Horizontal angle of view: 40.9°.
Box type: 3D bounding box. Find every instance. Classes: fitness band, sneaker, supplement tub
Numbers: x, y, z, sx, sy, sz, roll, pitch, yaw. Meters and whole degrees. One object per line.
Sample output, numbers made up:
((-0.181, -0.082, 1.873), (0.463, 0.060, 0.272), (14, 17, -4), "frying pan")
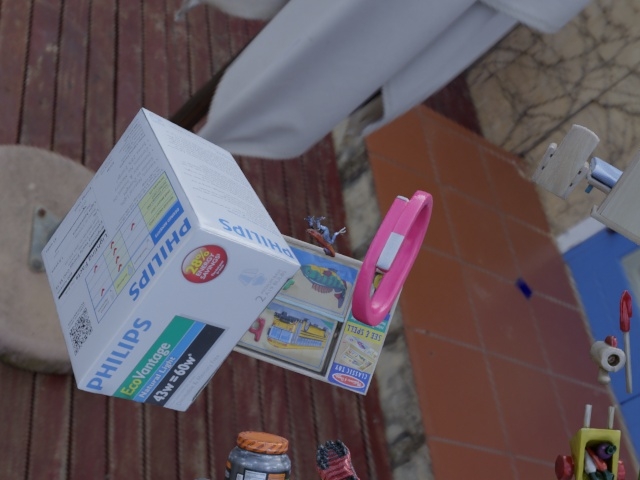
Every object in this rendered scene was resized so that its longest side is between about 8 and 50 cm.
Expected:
((0.142, 0.031, 1.684), (0.054, 0.209, 0.291), (23, 65, 16), "fitness band")
((0.055, 0.630, 2.230), (0.276, 0.097, 0.135), (-122, -166, -66), "sneaker")
((-0.117, 0.446, 1.533), (0.117, 0.117, 0.191), (12, 86, -43), "supplement tub")

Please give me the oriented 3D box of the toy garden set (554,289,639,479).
((0.364, 0.167, 0.895), (0.203, 0.245, 0.049), (6, 7, -5), "toy garden set")

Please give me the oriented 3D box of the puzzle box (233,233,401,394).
((-0.052, 0.140, 1.843), (0.408, 0.272, 0.052), (18, 1, -1), "puzzle box")

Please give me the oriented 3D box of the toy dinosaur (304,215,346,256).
((0.000, 0.000, 1.374), (0.090, 0.047, 0.082), (-45, 124, -46), "toy dinosaur")

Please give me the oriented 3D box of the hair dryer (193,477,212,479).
((-0.007, 0.306, 0.991), (0.293, 0.080, 0.223), (11, 0, -3), "hair dryer")

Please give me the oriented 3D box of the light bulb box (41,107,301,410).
((-0.274, 0.034, 1.488), (0.225, 0.358, 0.361), (24, 23, -41), "light bulb box")

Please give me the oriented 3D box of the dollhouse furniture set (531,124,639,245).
((0.573, -0.152, 1.576), (0.286, 0.198, 0.303), (32, 24, 7), "dollhouse furniture set")
